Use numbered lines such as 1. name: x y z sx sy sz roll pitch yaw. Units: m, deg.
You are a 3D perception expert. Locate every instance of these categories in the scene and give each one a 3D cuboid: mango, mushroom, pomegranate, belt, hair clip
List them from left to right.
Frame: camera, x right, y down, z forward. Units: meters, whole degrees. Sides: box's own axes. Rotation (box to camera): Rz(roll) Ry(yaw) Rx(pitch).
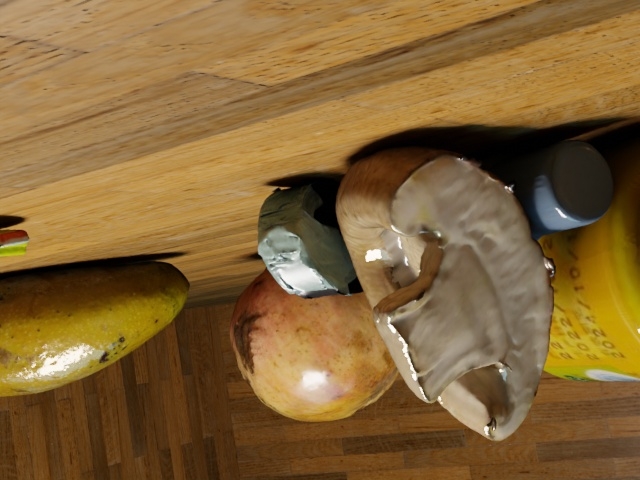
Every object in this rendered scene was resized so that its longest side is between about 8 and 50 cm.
1. hair clip: -0.317 0.012 0.859 0.188 0.033 0.060 -15 175 32
2. mango: -0.337 0.114 1.326 0.330 0.175 0.176 -8 -140 -4
3. belt: 0.000 0.000 0.875 0.058 0.105 0.140 -11 165 34
4. pomegranate: 0.007 0.145 1.592 0.322 0.322 0.322 -9 175 -1
5. mushroom: 0.086 0.034 0.816 0.156 0.285 0.151 -39 -145 -22

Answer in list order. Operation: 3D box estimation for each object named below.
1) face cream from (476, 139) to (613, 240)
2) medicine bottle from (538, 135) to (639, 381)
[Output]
1. face cream: 0.121 -0.021 0.945 0.135 0.086 0.385 33 160 -19
2. medicine bottle: 0.275 0.027 0.978 0.224 0.224 0.384 -7 175 -23
